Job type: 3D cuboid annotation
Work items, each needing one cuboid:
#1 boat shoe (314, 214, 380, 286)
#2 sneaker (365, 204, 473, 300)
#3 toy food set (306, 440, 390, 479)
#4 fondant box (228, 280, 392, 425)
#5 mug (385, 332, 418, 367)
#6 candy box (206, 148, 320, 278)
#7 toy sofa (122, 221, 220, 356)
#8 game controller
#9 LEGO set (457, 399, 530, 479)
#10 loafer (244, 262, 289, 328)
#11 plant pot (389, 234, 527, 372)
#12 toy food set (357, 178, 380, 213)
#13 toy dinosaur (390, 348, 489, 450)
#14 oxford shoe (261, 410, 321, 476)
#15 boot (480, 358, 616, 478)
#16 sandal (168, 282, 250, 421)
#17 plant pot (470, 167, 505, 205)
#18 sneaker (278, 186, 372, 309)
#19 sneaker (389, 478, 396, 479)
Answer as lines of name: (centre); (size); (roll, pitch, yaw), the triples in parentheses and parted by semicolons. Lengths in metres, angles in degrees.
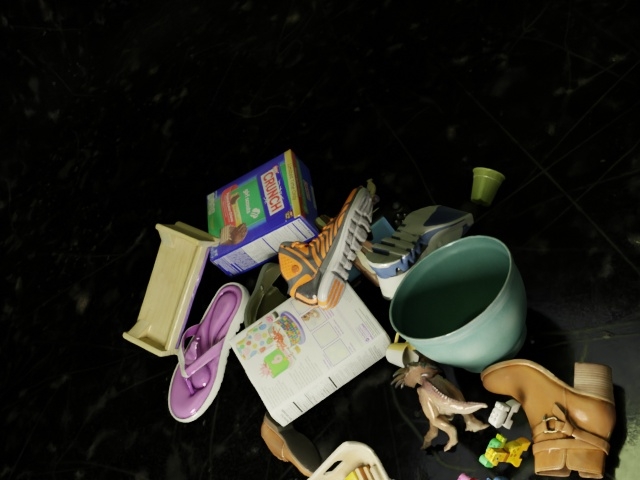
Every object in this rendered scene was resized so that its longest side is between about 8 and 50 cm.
boat shoe: (0.096, 0.008, 2.041); (0.095, 0.095, 0.257); (-43, 65, -8)
sneaker: (0.239, 0.051, 1.951); (0.315, 0.182, 0.127); (-33, 37, -33)
toy food set: (0.076, 0.575, 1.568); (0.306, 0.092, 0.220); (61, 139, 28)
fondant box: (-0.025, 0.254, 1.945); (0.330, 0.096, 0.238); (-34, 54, -4)
mug: (0.191, 0.261, 1.873); (0.064, 0.062, 0.078); (3, 53, 48)
candy box: (-0.174, -0.077, 2.352); (0.317, 0.122, 0.268); (-26, 48, 18)
toy sofa: (-0.410, 0.138, 2.278); (0.150, 0.177, 0.363); (21, 97, 24)
game controller: (0.127, 0.028, 2.090); (0.319, 0.067, 0.166); (-39, 43, 6)
LEGO set: (0.332, 0.425, 1.550); (0.087, 0.093, 0.227); (32, 102, 50)
loafer: (-0.136, 0.163, 2.160); (0.087, 0.094, 0.251); (-13, 51, 34)
plant pot: (0.325, 0.161, 1.722); (0.293, 0.196, 0.293); (-31, 27, 18)
toy food set: (0.125, -0.119, 2.238); (0.078, 0.019, 0.122); (-30, 45, 14)
toy dinosaur: (0.241, 0.322, 1.668); (0.127, 0.296, 0.200); (-24, 82, -11)
oxford shoe: (-0.072, 0.496, 1.892); (0.212, 0.076, 0.076); (39, 113, 46)
boot: (0.443, 0.358, 1.592); (0.283, 0.109, 0.220); (-2, 63, 31)
sandal: (-0.330, 0.291, 2.200); (0.169, 0.102, 0.416); (0, 59, 37)
plant pot: (0.411, -0.131, 1.999); (0.083, 0.083, 0.079); (11, 77, 41)
sneaker: (0.000, 0.000, 1.951); (0.180, 0.124, 0.321); (16, 72, 29)
sneaker: (0.173, 0.558, 1.643); (0.129, 0.111, 0.297); (-37, 43, -17)
